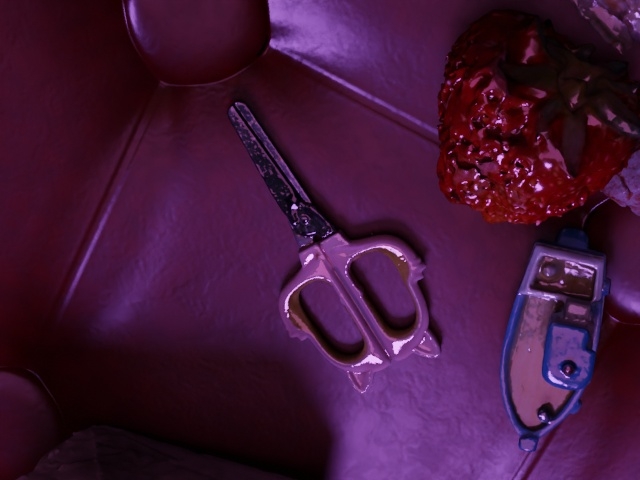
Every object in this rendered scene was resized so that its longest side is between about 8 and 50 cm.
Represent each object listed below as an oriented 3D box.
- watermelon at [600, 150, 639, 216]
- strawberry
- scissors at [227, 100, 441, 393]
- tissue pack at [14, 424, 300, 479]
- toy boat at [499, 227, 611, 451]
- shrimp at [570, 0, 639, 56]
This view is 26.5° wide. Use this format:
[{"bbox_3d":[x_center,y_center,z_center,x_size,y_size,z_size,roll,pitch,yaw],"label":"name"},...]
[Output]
[{"bbox_3d":[0.328,-0.052,1.255,0.180,0.081,0.094,39,133,2],"label":"watermelon"},{"bbox_3d":[0.181,-0.099,1.208,0.201,0.186,0.184,-53,50,43],"label":"strawberry"},{"bbox_3d":[0.000,0.000,1.330,0.160,0.024,0.318,-28,100,17],"label":"scissors"},{"bbox_3d":[-0.169,0.411,1.367,0.297,0.207,0.381,12,107,17],"label":"tissue pack"},{"bbox_3d":[0.219,0.100,1.286,0.088,0.102,0.215,13,108,7],"label":"toy boat"},{"bbox_3d":[0.267,-0.323,1.164,0.221,0.110,0.446,-21,98,5],"label":"shrimp"}]
